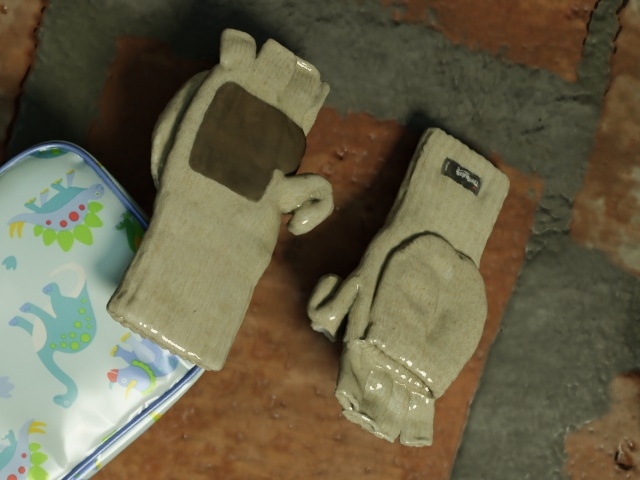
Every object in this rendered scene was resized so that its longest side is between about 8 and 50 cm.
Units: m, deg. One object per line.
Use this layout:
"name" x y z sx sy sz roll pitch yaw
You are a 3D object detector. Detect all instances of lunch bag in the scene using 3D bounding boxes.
"lunch bag" -0.178 0.064 0.663 0.219 0.090 0.176 -41 98 -9

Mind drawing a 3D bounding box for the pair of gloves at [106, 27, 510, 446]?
"pair of gloves" 0.000 0.000 0.685 0.240 0.042 0.204 25 66 -25
